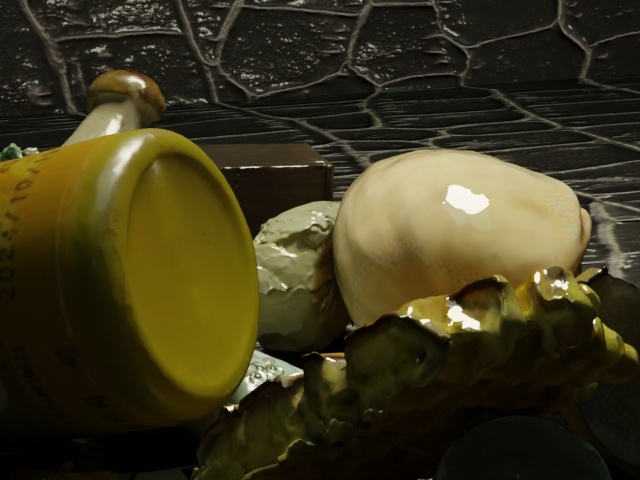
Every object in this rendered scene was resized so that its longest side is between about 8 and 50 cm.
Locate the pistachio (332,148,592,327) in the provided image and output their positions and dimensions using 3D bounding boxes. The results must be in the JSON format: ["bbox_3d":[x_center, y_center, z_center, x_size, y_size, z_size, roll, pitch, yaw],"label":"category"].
[{"bbox_3d":[0.127,0.019,0.990,0.230,0.229,0.309,-4,15,-5],"label":"pistachio"}]

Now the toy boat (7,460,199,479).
[{"bbox_3d":[-0.167,0.196,0.778,0.291,0.067,0.220,3,9,-31],"label":"toy boat"}]

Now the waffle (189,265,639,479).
[{"bbox_3d":[0.057,0.105,0.708,0.310,0.065,0.283,-18,-25,-2],"label":"waffle"}]

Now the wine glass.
[{"bbox_3d":[0.108,0.193,0.578,0.126,0.126,0.241,0,17,9],"label":"wine glass"}]

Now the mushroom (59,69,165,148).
[{"bbox_3d":[-0.254,-0.035,1.191,0.128,0.128,0.350,3,60,18],"label":"mushroom"}]

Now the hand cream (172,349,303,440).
[{"bbox_3d":[-0.105,0.126,0.951,0.306,0.093,0.147,19,23,33],"label":"hand cream"}]

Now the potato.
[{"bbox_3d":[0.273,0.113,0.846,0.243,0.138,0.098,20,-1,-9],"label":"potato"}]

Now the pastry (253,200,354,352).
[{"bbox_3d":[-0.017,0.038,1.104,0.088,0.165,0.166,7,18,25],"label":"pastry"}]

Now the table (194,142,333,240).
[{"bbox_3d":[-0.096,-0.018,1.283,0.193,0.172,0.169,-1,14,-11],"label":"table"}]

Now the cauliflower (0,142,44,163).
[{"bbox_3d":[-0.438,-0.050,1.273,0.239,0.315,0.256,-47,39,-8],"label":"cauliflower"}]

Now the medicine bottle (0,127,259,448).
[{"bbox_3d":[-0.262,0.054,0.870,0.384,0.224,0.224,-10,12,23],"label":"medicine bottle"}]
